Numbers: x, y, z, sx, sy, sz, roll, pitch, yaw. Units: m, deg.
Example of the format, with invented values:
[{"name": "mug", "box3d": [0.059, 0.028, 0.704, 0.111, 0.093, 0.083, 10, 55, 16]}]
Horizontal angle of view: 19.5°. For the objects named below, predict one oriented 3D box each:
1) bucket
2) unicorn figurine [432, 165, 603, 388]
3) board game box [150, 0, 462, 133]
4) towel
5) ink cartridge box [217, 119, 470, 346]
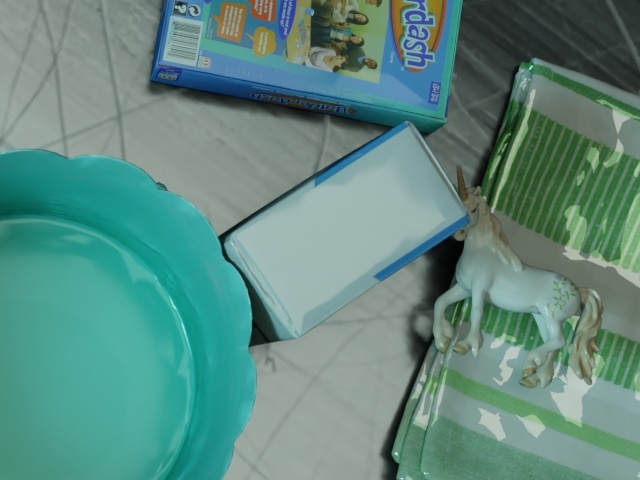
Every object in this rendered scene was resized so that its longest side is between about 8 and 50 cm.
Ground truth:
[{"name": "bucket", "box3d": [-0.186, 0.084, 1.186, 0.281, 0.183, 0.281, 2, 82, -11]}, {"name": "unicorn figurine", "box3d": [0.125, 0.033, 1.286, 0.162, 0.060, 0.111, 26, 79, -24]}, {"name": "board game box", "box3d": [-0.004, -0.174, 1.325, 0.210, 0.047, 0.160, 11, 80, -9]}, {"name": "towel", "box3d": [0.208, 0.056, 1.341, 0.247, 0.038, 0.325, 19, 79, -8]}, {"name": "ink cartridge box", "box3d": [0.000, 0.000, 1.229, 0.139, 0.190, 0.082, -33, 91, -13]}]
